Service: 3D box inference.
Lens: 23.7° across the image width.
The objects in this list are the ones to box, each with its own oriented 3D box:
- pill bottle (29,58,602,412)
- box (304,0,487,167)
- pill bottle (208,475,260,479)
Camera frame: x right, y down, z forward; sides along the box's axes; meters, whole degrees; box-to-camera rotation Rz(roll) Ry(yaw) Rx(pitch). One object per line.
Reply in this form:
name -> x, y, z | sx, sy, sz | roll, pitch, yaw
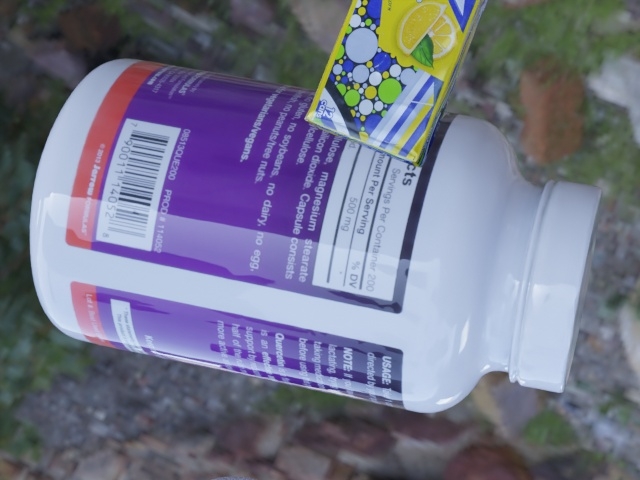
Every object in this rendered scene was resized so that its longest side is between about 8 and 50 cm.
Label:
pill bottle -> 0.000, 0.000, 0.929 | 0.323, 0.181, 0.181 | 11, 153, 12
box -> 0.052, -0.124, 0.733 | 0.059, 0.169, 0.054 | 22, -177, 6
pill bottle -> -0.067, 0.263, 1.165 | 0.086, 0.086, 0.152 | 16, 122, 20
